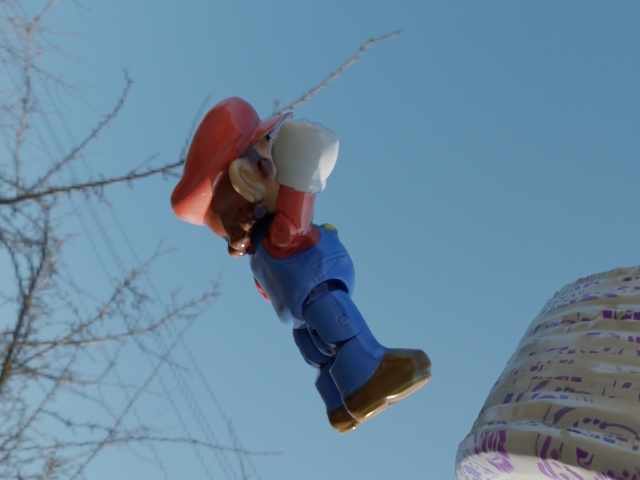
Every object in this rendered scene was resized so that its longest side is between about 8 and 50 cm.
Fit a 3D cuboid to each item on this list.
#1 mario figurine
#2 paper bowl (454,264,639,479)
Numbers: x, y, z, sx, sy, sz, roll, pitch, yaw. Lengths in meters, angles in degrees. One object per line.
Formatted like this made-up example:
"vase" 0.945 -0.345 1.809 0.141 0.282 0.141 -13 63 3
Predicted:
"mario figurine" 0.000 0.000 0.831 0.198 0.170 0.320 -38 -102 33
"paper bowl" 0.211 0.109 0.378 0.284 0.284 0.148 10 -120 49
